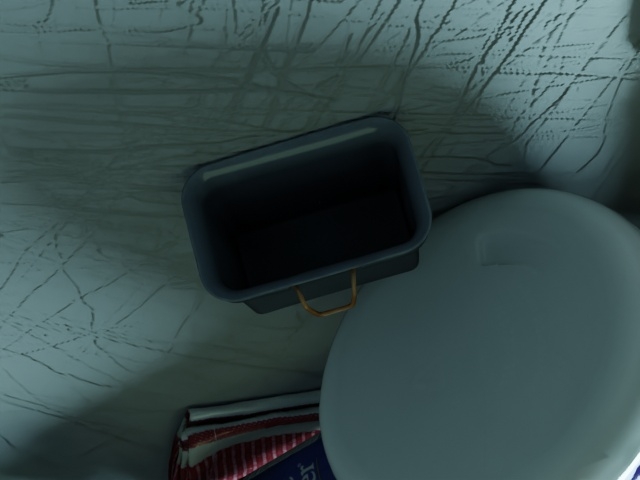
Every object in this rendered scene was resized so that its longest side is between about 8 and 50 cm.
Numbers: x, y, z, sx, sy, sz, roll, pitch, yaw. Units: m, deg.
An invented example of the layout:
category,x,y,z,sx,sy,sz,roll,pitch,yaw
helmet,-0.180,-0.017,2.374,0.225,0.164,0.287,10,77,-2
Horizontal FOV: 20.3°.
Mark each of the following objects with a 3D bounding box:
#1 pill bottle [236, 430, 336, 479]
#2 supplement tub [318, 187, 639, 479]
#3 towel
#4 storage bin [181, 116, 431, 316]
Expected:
category,x,y,z,sx,sy,sz,roll,pitch,yaw
pill bottle,0.000,0.209,1.303,0.219,0.123,0.123,-33,146,23
supplement tub,0.182,0.140,1.160,0.241,0.241,0.331,-28,137,23
towel,-0.009,0.206,1.447,0.237,0.037,0.329,-8,150,-13
storage bin,0.000,0.000,1.044,0.135,0.098,0.091,-17,161,4
